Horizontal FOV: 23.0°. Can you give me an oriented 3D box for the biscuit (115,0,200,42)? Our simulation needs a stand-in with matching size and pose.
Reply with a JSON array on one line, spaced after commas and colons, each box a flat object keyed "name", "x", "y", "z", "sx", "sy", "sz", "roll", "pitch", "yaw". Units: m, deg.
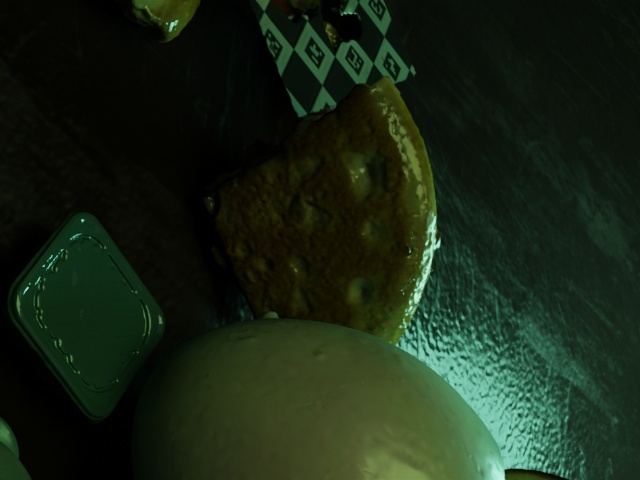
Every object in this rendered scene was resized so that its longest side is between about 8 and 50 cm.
[{"name": "biscuit", "x": -0.217, "y": -0.357, "z": 1.696, "sx": 0.274, "sy": 0.091, "sz": 0.213, "roll": 29, "pitch": 65, "yaw": -42}]

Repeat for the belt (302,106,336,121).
[{"name": "belt", "x": 0.010, "y": -0.102, "z": 1.962, "sx": 0.071, "sy": 0.053, "sz": 0.232, "roll": -3, "pitch": 87, "yaw": -57}]

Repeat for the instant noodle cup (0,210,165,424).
[{"name": "instant noodle cup", "x": -0.252, "y": 0.078, "z": 1.607, "sx": 0.179, "sy": 0.070, "sz": 0.157, "roll": 57, "pitch": 45, "yaw": -27}]

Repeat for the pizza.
[{"name": "pizza", "x": 0.000, "y": 0.000, "z": 1.788, "sx": 0.114, "sy": 0.278, "sz": 0.409, "roll": -30, "pitch": 132, "yaw": -61}]

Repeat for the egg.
[{"name": "egg", "x": -0.037, "y": 0.236, "z": 1.638, "sx": 0.340, "sy": 0.354, "sz": 0.354, "roll": 39, "pitch": 55, "yaw": -23}]

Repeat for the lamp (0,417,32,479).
[{"name": "lamp", "x": -0.339, "y": 0.286, "z": 1.412, "sx": 0.209, "sy": 0.147, "sz": 0.284, "roll": 21, "pitch": 70, "yaw": -50}]

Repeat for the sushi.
[{"name": "sushi", "x": -0.026, "y": -0.297, "z": 1.903, "sx": 0.292, "sy": 0.059, "sz": 0.294, "roll": -30, "pitch": 98, "yaw": -54}]

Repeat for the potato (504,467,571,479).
[{"name": "potato", "x": 0.307, "y": 0.447, "z": 2.175, "sx": 0.112, "sy": 0.269, "sz": 0.255, "roll": -52, "pitch": 151, "yaw": -41}]
